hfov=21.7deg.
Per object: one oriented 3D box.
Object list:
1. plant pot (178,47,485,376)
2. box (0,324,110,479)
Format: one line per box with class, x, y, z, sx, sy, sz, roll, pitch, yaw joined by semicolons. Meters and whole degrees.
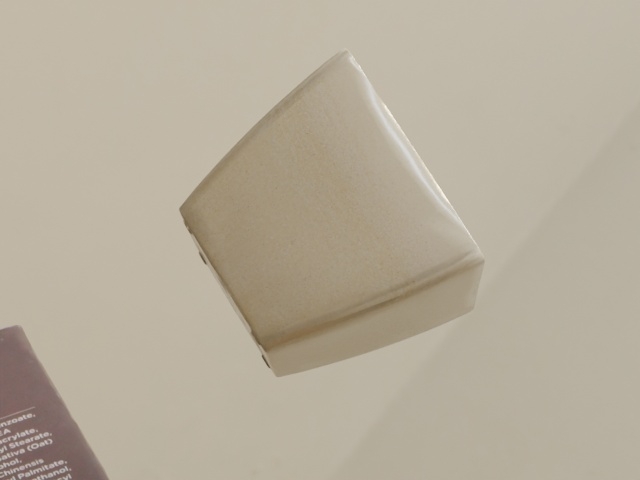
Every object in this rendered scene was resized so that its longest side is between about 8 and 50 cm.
plant pot;0.000;0.000;0.729;0.096;0.109;0.109;-31;-103;-6
box;-0.145;0.229;0.853;0.381;0.143;0.191;46;-32;50
